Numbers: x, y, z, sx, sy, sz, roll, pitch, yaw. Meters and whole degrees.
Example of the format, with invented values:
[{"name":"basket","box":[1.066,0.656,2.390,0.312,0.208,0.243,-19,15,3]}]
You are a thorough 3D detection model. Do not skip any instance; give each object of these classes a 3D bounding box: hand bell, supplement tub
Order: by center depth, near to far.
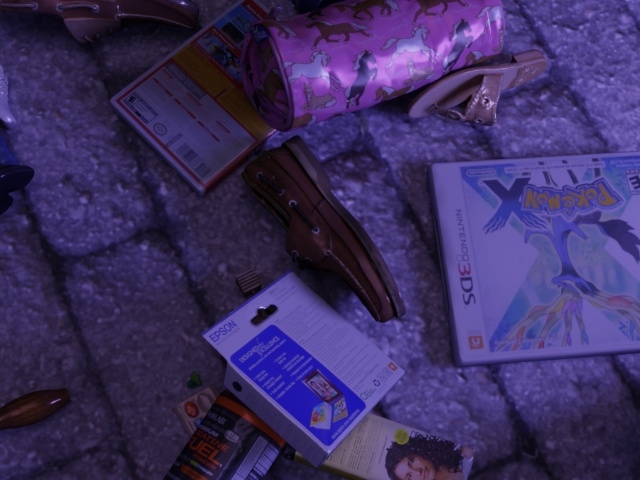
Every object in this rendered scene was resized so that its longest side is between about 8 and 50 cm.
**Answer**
[{"name":"supplement tub","box":[-0.109,0.259,1.115,0.106,0.106,0.198,31,71,7]},{"name":"hand bell","box":[-0.434,0.238,1.117,0.242,0.126,0.126,-18,71,-24]}]

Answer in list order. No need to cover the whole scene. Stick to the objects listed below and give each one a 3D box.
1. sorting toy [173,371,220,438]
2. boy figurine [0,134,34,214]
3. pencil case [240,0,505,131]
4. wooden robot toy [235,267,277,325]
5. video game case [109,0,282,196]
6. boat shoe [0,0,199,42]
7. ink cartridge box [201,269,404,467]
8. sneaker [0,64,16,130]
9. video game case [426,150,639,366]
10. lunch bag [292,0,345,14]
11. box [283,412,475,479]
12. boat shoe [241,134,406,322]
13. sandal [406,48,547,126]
[{"name":"sorting toy","box":[-0.161,0.217,1.176,0.062,0.012,0.083,-30,75,-14]},{"name":"boy figurine","box":[-0.518,-0.168,1.230,0.177,0.092,0.285,-43,83,20]},{"name":"pencil case","box":[0.079,-0.287,1.287,0.386,0.160,0.167,-21,111,-19]},{"name":"wooden robot toy","box":[-0.070,0.113,1.186,0.076,0.079,0.173,-10,71,-8]},{"name":"video game case","box":[-0.141,-0.224,1.335,0.285,0.025,0.204,-42,78,-17]},{"name":"boat shoe","box":[-0.346,-0.356,1.335,0.324,0.123,0.116,13,103,-9]},{"name":"ink cartridge box","box":[-0.022,0.153,1.119,0.208,0.045,0.206,42,37,11]},{"name":"sneaker","box":[-0.480,-0.227,1.297,0.061,0.054,0.152,-34,75,-18]},{"name":"video game case","box":[0.333,0.020,1.273,0.329,0.036,0.300,-4,70,-6]},{"name":"lunch bag","box":[0.003,-0.397,1.387,0.065,0.067,0.098,43,72,11]},{"name":"box","box":[0.075,0.274,1.148,0.232,0.058,0.087,17,69,3]},{"name":"boat shoe","box":[0.000,0.000,1.227,0.104,0.111,0.307,-30,65,-10]},{"name":"sandal","box":[0.251,-0.211,1.326,0.240,0.088,0.079,-23,69,-18]}]
